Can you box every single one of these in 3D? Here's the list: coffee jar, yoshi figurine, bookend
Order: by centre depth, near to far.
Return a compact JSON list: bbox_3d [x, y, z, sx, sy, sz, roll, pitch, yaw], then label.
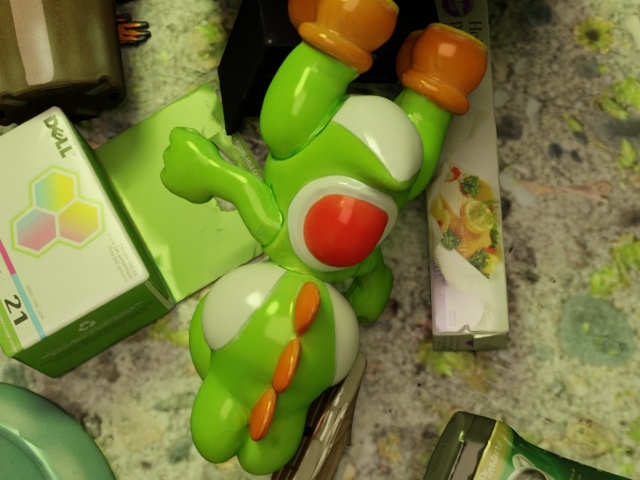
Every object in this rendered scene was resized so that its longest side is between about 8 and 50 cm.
[{"bbox_3d":[0.169,0.203,0.739,0.184,0.079,0.096,23,79,12],"label":"coffee jar"},{"bbox_3d":[-0.017,-0.007,0.760,0.203,0.203,0.362,22,90,23],"label":"yoshi figurine"},{"bbox_3d":[0.002,-0.160,0.859,0.156,0.157,0.072,-2,70,-20],"label":"bookend"}]

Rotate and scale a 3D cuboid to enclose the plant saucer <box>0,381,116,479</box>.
[{"bbox_3d":[-0.313,0.267,0.791,0.317,0.044,0.318,-3,71,8],"label":"plant saucer"}]

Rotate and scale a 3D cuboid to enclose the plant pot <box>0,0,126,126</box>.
[{"bbox_3d":[-0.253,-0.198,0.883,0.167,0.167,0.165,-14,84,2],"label":"plant pot"}]

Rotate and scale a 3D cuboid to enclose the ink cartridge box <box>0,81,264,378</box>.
[{"bbox_3d":[-0.178,-0.030,0.849,0.255,0.097,0.189,-31,71,-3],"label":"ink cartridge box"}]

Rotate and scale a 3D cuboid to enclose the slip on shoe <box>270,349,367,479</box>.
[{"bbox_3d":[0.008,0.154,0.797,0.041,0.051,0.135,36,66,-24],"label":"slip on shoe"}]

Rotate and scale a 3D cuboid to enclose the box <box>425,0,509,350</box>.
[{"bbox_3d":[0.121,-0.067,0.842,0.063,0.067,0.324,-2,71,5],"label":"box"}]

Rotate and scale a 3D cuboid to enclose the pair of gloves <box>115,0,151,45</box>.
[{"bbox_3d":[-0.200,-0.229,0.963,0.074,0.010,0.083,4,71,8],"label":"pair of gloves"}]
